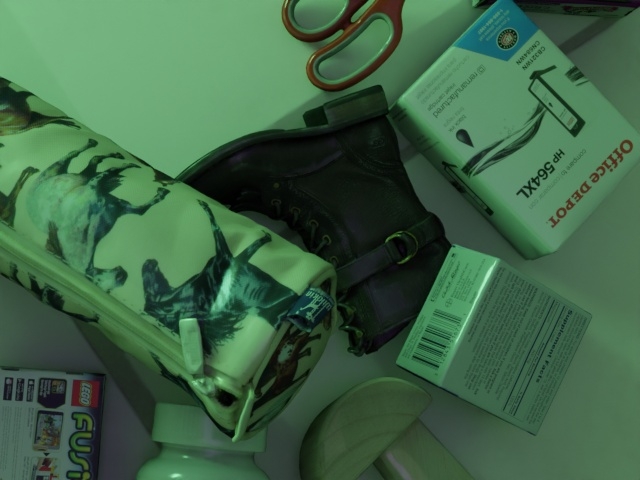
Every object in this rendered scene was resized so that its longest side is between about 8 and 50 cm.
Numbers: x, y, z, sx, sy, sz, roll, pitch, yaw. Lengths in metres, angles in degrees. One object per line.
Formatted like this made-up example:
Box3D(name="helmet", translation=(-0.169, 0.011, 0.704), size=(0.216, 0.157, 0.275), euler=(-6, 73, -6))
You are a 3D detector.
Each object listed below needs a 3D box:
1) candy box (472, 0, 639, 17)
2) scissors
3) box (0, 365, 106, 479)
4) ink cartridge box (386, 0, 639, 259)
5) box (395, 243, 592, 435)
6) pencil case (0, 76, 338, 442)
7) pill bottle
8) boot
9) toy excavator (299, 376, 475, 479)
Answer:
Box3D(name="candy box", translation=(0.230, -0.340, 1.371), size=(0.159, 0.071, 0.233), euler=(2, 85, -10))
Box3D(name="scissors", translation=(0.094, -0.259, 1.330), size=(0.297, 0.021, 0.109), euler=(-37, 86, 3))
Box3D(name="box", translation=(-0.254, 0.217, 1.245), size=(0.114, 0.036, 0.207), euler=(6, 84, -10))
Box3D(name="ink cartridge box", translation=(0.186, -0.104, 1.333), size=(0.203, 0.086, 0.148), euler=(44, 79, -3))
Box3D(name="box", translation=(0.158, 0.090, 1.286), size=(0.137, 0.072, 0.126), euler=(30, 84, -34))
Box3D(name="pencil case", translation=(-0.185, 0.003, 1.174), size=(0.410, 0.183, 0.160), euler=(30, 110, 8))
Box3D(name="pill bottle", translation=(-0.106, 0.255, 1.225), size=(0.121, 0.121, 0.221), euler=(7, 83, -10))
Box3D(name="boot", translation=(0.000, 0.000, 1.290), size=(0.263, 0.091, 0.229), euler=(-23, 94, -7))
Box3D(name="toy excavator", translation=(0.139, 0.391, 1.239), size=(0.433, 0.222, 0.445), euler=(23, 67, -7))
